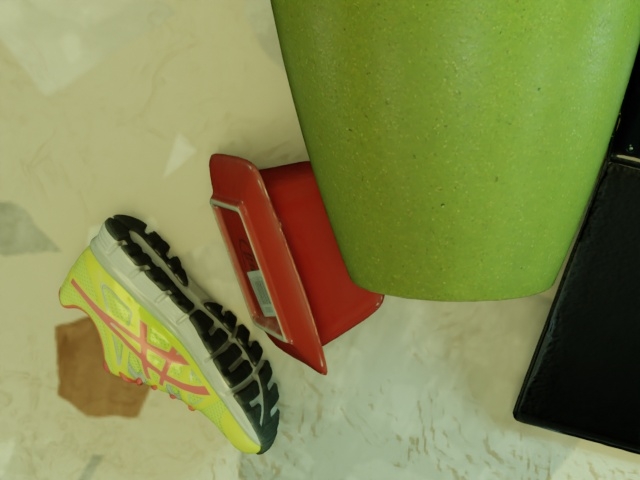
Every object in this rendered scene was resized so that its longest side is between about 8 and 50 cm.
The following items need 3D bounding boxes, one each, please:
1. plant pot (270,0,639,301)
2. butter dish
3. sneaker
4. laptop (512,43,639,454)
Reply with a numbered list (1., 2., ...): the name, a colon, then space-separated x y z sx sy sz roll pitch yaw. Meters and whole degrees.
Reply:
1. plant pot: 0.087 -0.117 1.109 0.274 0.275 0.294 2 101 6
2. butter dish: 0.000 0.000 1.231 0.118 0.160 0.160 -21 100 -13
3. sneaker: -0.114 0.084 1.289 0.094 0.081 0.208 -40 89 20
4. laptop: 0.380 -0.033 1.221 0.382 0.236 0.408 15 77 1
